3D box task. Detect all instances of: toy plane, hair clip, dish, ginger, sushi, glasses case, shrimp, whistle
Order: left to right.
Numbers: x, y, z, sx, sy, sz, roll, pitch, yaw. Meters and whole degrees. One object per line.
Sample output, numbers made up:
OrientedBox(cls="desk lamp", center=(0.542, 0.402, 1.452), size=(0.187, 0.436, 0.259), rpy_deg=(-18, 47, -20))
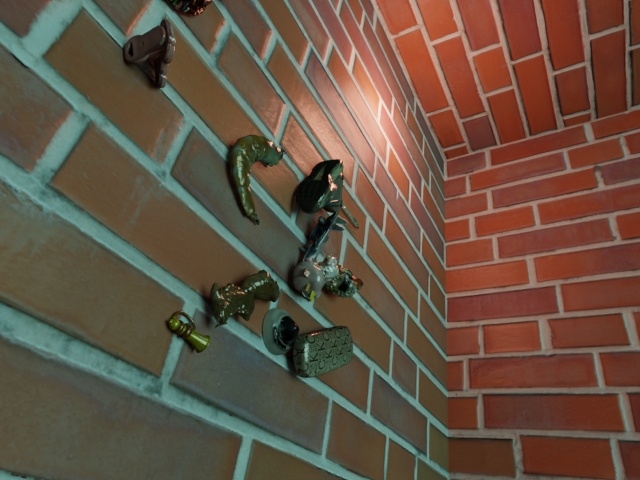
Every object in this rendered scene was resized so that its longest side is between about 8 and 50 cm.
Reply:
OrientedBox(cls="hair clip", center=(-0.374, -0.444, 1.049), size=(0.102, 0.138, 0.123), rpy_deg=(7, 66, -65))
OrientedBox(cls="whistle", center=(-0.302, 0.204, 1.029), size=(0.109, 0.046, 0.057), rpy_deg=(52, 52, -29))
OrientedBox(cls="ginger", center=(-0.188, 0.150, 1.205), size=(0.290, 0.084, 0.122), rpy_deg=(-13, 84, -62))
OrientedBox(cls="shrimp", center=(-0.200, -0.213, 1.340), size=(0.185, 0.068, 0.287), rpy_deg=(41, 48, -45))
OrientedBox(cls="dish", center=(-0.100, 0.267, 1.326), size=(0.141, 0.078, 0.141), rpy_deg=(29, 56, -54))
OrientedBox(cls="toy plane", center=(-0.010, -0.007, 1.586), size=(0.088, 0.212, 0.267), rpy_deg=(36, 52, 11))
OrientedBox(cls="glasses case", center=(0.018, 0.364, 1.489), size=(0.354, 0.085, 0.137), rpy_deg=(8, 76, -62))
OrientedBox(cls="sushi", center=(0.062, 0.149, 1.644), size=(0.226, 0.097, 0.103), rpy_deg=(35, 43, -32))

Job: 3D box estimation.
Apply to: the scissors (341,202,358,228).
OrientedBox(cls="scissors", center=(0.095, -0.146, 1.884), size=(0.300, 0.022, 0.109), rpy_deg=(51, 41, -37))

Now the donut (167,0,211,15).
OrientedBox(cls="donut", center=(-0.371, -0.738, 1.213), size=(0.235, 0.089, 0.235), rpy_deg=(34, 50, -54))

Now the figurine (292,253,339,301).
OrientedBox(cls="figurine", center=(-0.017, 0.117, 1.481), size=(0.229, 0.111, 0.138), rpy_deg=(-25, 113, -47))

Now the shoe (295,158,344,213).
OrientedBox(cls="shoe", center=(0.013, -0.162, 1.658), size=(0.336, 0.132, 0.171), rpy_deg=(-63, 143, -49))
